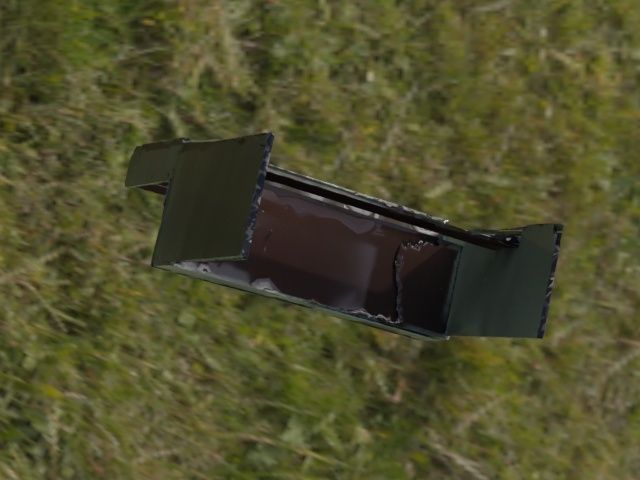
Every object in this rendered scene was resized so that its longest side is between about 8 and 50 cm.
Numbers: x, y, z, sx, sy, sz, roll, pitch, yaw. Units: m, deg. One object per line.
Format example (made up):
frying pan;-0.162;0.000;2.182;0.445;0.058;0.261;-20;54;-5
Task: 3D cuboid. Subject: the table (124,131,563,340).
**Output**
table;0.000;0.000;0.742;0.146;0.175;0.062;17;81;-24
